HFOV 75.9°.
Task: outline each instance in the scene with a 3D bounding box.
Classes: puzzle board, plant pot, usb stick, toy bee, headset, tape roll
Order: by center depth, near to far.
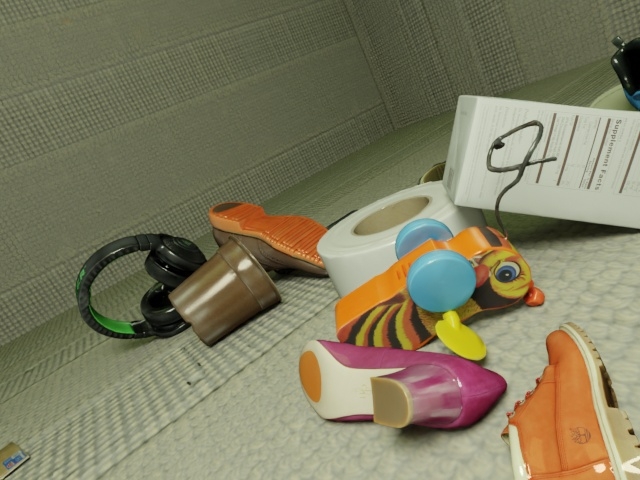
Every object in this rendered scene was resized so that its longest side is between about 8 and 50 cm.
[{"bbox_3d":[0.163,0.049,0.457,0.298,0.162,0.195,-38,23,42],"label":"toy bee"},{"bbox_3d":[-0.551,0.389,0.687,0.128,0.011,0.096,-11,19,42],"label":"puzzle board"},{"bbox_3d":[0.140,-0.003,0.714,0.286,0.100,0.286,-25,14,7],"label":"tape roll"},{"bbox_3d":[-0.191,0.104,0.801,0.165,0.167,0.167,-38,17,-17],"label":"plant pot"},{"bbox_3d":[-0.348,0.090,0.965,0.394,0.244,0.185,-1,28,-34],"label":"headset"},{"bbox_3d":[0.000,0.000,1.043,0.278,0.045,0.077,-32,17,-22],"label":"usb stick"}]

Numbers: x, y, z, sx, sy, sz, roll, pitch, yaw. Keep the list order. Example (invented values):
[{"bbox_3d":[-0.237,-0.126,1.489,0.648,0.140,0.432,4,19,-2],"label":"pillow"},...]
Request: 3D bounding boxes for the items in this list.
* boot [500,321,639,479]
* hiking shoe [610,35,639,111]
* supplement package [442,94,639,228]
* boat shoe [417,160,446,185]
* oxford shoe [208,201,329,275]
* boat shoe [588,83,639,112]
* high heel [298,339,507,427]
[{"bbox_3d":[0.176,0.121,0.308,0.084,0.059,0.158,-23,15,29],"label":"boot"},{"bbox_3d":[0.470,-0.165,0.522,0.304,0.132,0.113,-84,19,-50],"label":"hiking shoe"},{"bbox_3d":[0.303,-0.109,0.540,0.243,0.134,0.139,8,21,7],"label":"supplement package"},{"bbox_3d":[0.306,-0.155,1.018,0.223,0.080,0.073,-29,8,-34],"label":"boat shoe"},{"bbox_3d":[-0.096,0.017,0.926,0.363,0.133,0.130,21,34,31],"label":"oxford shoe"},{"bbox_3d":[0.598,-0.210,0.652,0.113,0.127,0.340,2,0,-16],"label":"boat shoe"},{"bbox_3d":[0.065,0.142,0.435,0.117,0.082,0.244,2,-15,-27],"label":"high heel"}]
